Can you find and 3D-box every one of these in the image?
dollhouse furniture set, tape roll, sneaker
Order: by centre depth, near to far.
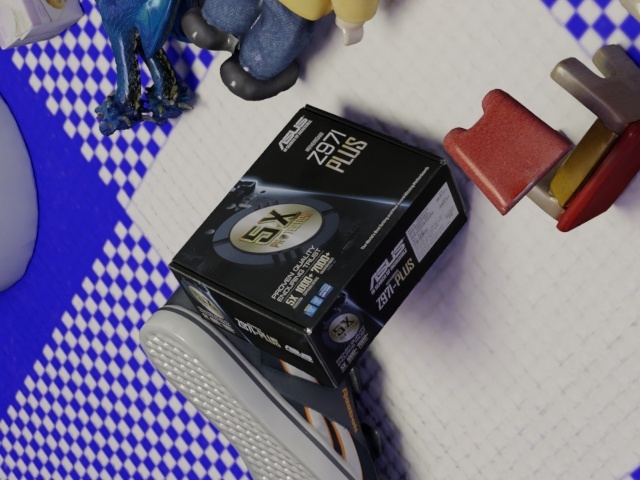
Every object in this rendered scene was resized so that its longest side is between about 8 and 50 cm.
[{"bbox_3d":[0.221,-0.117,0.895,0.152,0.201,0.374,47,132,20],"label":"dollhouse furniture set"},{"bbox_3d":[-0.011,0.149,1.293,0.126,0.127,0.321,-8,124,50],"label":"sneaker"},{"bbox_3d":[-0.429,-0.062,1.611,0.286,0.100,0.286,19,119,38],"label":"tape roll"}]

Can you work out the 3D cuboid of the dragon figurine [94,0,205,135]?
[{"bbox_3d":[-0.131,-0.210,1.277,0.144,0.085,0.289,53,134,14],"label":"dragon figurine"}]

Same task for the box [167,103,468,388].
[{"bbox_3d":[0.000,0.000,1.163,0.147,0.180,0.077,25,156,36],"label":"box"}]

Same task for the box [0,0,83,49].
[{"bbox_3d":[-0.325,-0.341,1.425,0.063,0.067,0.324,-24,88,45],"label":"box"}]

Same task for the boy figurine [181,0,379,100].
[{"bbox_3d":[-0.010,-0.240,1.147,0.177,0.092,0.285,51,133,15],"label":"boy figurine"}]
